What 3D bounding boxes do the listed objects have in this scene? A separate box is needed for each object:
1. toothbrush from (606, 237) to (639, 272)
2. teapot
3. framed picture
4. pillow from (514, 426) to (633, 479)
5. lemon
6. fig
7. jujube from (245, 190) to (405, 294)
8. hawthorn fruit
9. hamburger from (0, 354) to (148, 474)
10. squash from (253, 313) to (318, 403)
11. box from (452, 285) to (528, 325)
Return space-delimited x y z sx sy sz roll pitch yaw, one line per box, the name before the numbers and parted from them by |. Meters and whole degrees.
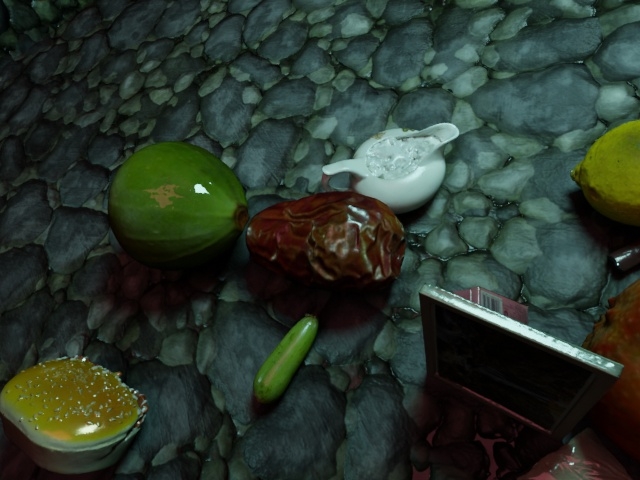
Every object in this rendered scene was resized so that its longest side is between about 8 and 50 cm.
toothbrush | 0.675 -0.044 0.790 0.364 0.041 0.041 -29 59 4
teapot | 0.151 -0.153 0.973 0.298 0.139 0.204 -23 61 5
framed picture | 0.261 0.190 0.662 0.241 0.324 0.020 23 63 27
pillow | 0.419 0.410 0.654 0.148 0.050 0.229 -39 61 4
lemon | 0.567 -0.114 0.775 0.257 0.188 0.188 7 67 41
fig | -0.296 -0.068 1.002 0.316 0.316 0.316 -8 63 16
jujube | 0.000 0.000 0.934 0.342 0.216 0.216 2 66 34
hawthorn fruit | 0.521 0.197 0.589 0.287 0.287 0.330 -45 55 -5
hamburger | -0.507 0.343 0.927 0.295 0.227 0.151 23 98 25
squash | -0.067 0.234 0.907 0.066 0.066 0.201 27 76 29
box | 0.293 0.151 0.771 0.060 0.156 0.111 -28 48 50
